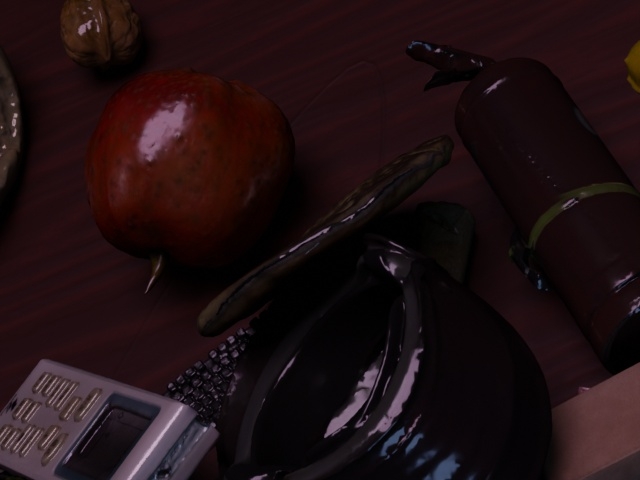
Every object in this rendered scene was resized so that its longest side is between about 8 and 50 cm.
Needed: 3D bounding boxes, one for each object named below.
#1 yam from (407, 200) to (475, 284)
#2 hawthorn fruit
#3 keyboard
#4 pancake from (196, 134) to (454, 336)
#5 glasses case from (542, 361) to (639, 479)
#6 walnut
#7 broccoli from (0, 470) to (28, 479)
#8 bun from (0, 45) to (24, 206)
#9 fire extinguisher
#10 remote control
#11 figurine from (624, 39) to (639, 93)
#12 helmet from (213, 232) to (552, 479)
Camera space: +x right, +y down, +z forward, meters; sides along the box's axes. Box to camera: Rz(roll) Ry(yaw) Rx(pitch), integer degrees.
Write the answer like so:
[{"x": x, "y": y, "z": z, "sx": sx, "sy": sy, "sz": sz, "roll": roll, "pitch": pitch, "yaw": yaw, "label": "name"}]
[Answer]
[{"x": 0.091, "y": 0.027, "z": 1.535, "sx": 0.054, "sy": 0.054, "sz": 0.132, "roll": -3, "pitch": 55, "yaw": 26, "label": "yam"}, {"x": -0.116, "y": -0.046, "z": 1.626, "sx": 0.179, "sy": 0.179, "sz": 0.200, "roll": 1, "pitch": 73, "yaw": 28, "label": "hawthorn fruit"}, {"x": -0.040, "y": 0.090, "z": 1.577, "sx": 0.231, "sy": 0.023, "sz": 0.072, "roll": -38, "pitch": 50, "yaw": -3, "label": "keyboard"}, {"x": 0.000, "y": -0.001, "z": 1.504, "sx": 0.250, "sy": 0.250, "sz": 0.031, "roll": -38, "pitch": 90, "yaw": -3, "label": "pancake"}, {"x": 0.246, "y": 0.124, "z": 1.368, "sx": 0.193, "sy": 0.070, "sz": 0.102, "roll": -30, "pitch": 41, "yaw": 17, "label": "glasses case"}, {"x": -0.214, "y": -0.206, "z": 1.855, "sx": 0.079, "sy": 0.082, "sz": 0.096, "roll": -6, "pitch": 46, "yaw": -12, "label": "walnut"}, {"x": -0.330, "y": 0.286, "z": 1.382, "sx": 0.283, "sy": 0.304, "sz": 0.321, "roll": 44, "pitch": 90, "yaw": 9, "label": "broccoli"}, {"x": -0.470, "y": -0.098, "z": 1.825, "sx": 0.364, "sy": 0.202, "sz": 0.364, "roll": -16, "pitch": 49, "yaw": 19, "label": "bun"}, {"x": 0.175, "y": -0.044, "z": 1.494, "sx": 0.105, "sy": 0.141, "sz": 0.341, "roll": -59, "pitch": 42, "yaw": 31, "label": "fire extinguisher"}, {"x": -0.186, "y": 0.160, "z": 1.511, "sx": 0.103, "sy": 0.055, "sz": 0.277, "roll": -54, "pitch": 26, "yaw": -16, "label": "remote control"}, {"x": 0.392, "y": -0.118, "z": 1.357, "sx": 0.340, "sy": 0.231, "sz": 0.323, "roll": -15, "pitch": 47, "yaw": 15, "label": "figurine"}, {"x": 0.055, "y": 0.130, "z": 1.386, "sx": 0.225, "sy": 0.177, "sz": 0.305, "roll": -59, "pitch": 15, "yaw": -3, "label": "helmet"}]
